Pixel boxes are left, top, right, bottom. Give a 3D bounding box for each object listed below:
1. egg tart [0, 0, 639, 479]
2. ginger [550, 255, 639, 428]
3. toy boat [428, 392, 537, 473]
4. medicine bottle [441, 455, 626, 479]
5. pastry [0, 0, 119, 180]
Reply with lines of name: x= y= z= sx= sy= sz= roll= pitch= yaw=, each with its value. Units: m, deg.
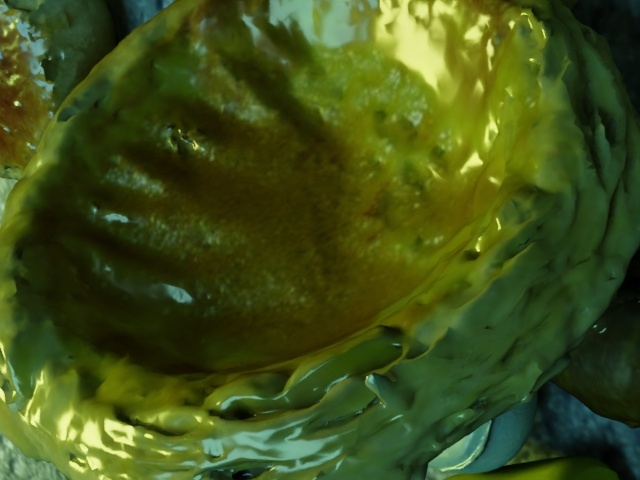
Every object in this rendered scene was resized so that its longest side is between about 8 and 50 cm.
egg tart: x=0.000 y=0.000 z=0.735 sx=0.388 sy=0.388 sz=0.169 roll=14 pitch=148 yaw=33
ginger: x=0.220 y=0.040 z=0.728 sx=0.309 sy=0.107 sz=0.133 roll=-16 pitch=116 yaw=47
toy boat: x=0.068 y=0.055 z=0.892 sx=0.134 sy=0.079 sz=0.207 roll=-45 pitch=71 yaw=36
medicine bottle: x=0.103 y=0.214 z=0.903 sx=0.212 sy=0.122 sz=0.122 roll=-18 pitch=101 yaw=43
pastry: x=-0.230 y=-0.136 z=1.001 sx=0.182 sy=0.093 sz=0.192 roll=35 pitch=130 yaw=16
